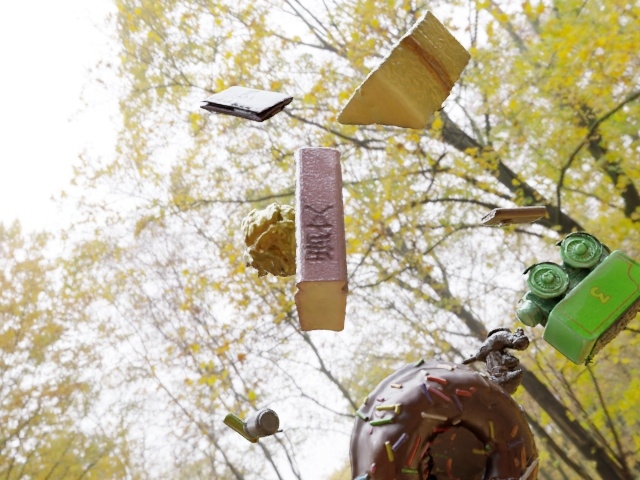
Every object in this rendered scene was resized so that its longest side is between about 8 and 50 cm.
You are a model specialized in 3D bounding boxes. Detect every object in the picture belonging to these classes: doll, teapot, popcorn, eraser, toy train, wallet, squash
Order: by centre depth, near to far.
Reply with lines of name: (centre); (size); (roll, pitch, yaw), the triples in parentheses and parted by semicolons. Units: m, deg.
teapot: (-0.101, 0.335, 1.112); (0.064, 0.049, 0.083); (-7, -17, -29)
toy train: (0.505, 0.105, 1.167); (0.243, 0.188, 0.132); (-37, -33, -19)
doll: (0.357, 0.246, 1.209); (0.057, 0.139, 0.165); (16, -46, -33)
wallet: (-0.149, -0.277, 1.222); (0.111, 0.166, 0.030); (-38, -44, -43)
squash: (-0.158, 0.382, 1.227); (0.027, 0.083, 0.027); (-51, -17, -23)
eraser: (0.000, 0.000, 1.419); (0.122, 0.359, 0.272); (-2, -32, 2)
wallet: (0.534, -0.065, 1.681); (0.153, 0.038, 0.118); (-5, -12, -8)
popcorn: (-0.134, 0.015, 1.803); (0.233, 0.192, 0.266); (27, -55, -25)

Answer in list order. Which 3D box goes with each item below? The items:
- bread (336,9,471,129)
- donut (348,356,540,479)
bread: (0.149, -0.294, 1.060); (0.141, 0.178, 0.266); (88, -153, -48)
donut: (0.149, 0.247, 0.706); (0.230, 0.216, 0.096); (-19, -5, -16)
